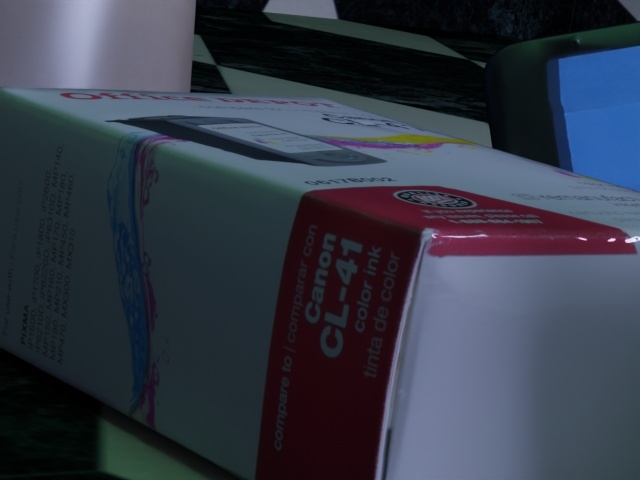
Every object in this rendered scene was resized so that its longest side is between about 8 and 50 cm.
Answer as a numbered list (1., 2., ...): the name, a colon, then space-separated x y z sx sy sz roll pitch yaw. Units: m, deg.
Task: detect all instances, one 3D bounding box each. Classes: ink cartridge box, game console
1. ink cartridge box: 0.012 0.019 0.828 0.226 0.131 0.306 -2 16 -42
2. game console: 0.243 -0.046 1.018 0.293 0.173 0.250 -10 5 7

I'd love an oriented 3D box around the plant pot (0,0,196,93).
1. plant pot: -0.195 -0.160 1.067 0.323 0.280 0.323 19 9 -3
